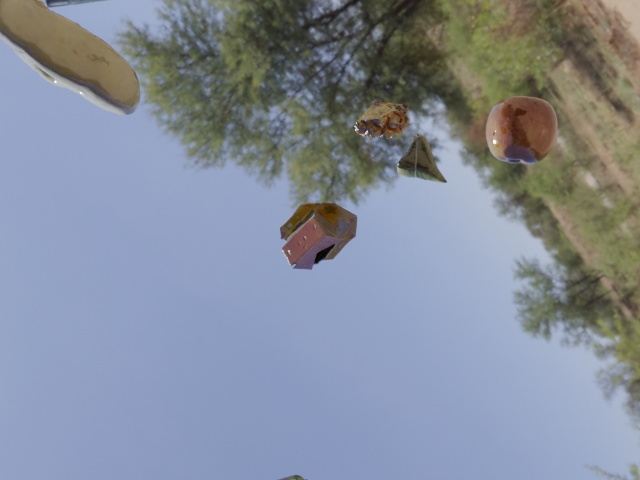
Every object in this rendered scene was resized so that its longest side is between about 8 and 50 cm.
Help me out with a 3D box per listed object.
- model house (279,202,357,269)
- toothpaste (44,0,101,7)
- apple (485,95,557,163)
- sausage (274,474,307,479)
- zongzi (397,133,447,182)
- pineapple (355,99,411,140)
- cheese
[{"bbox_3d":[0.000,0.000,2.090,0.207,0.219,0.136,38,-153,-21],"label":"model house"},{"bbox_3d":[-0.227,-0.330,0.876,0.039,0.239,0.062,55,153,39],"label":"toothpaste"},{"bbox_3d":[0.543,-0.296,1.892,0.188,0.188,0.173,13,-94,-63],"label":"apple"},{"bbox_3d":[-0.142,0.477,1.288,0.033,0.269,0.032,-21,-90,-75],"label":"sausage"},{"bbox_3d":[0.228,-0.169,1.451,0.104,0.113,0.052,-61,-28,-26],"label":"zongzi"},{"bbox_3d":[0.145,-0.301,1.707,0.116,0.137,0.069,-112,12,-48],"label":"pineapple"},{"bbox_3d":[-0.538,-0.390,1.549,0.328,0.129,0.351,34,176,-10],"label":"cheese"}]
